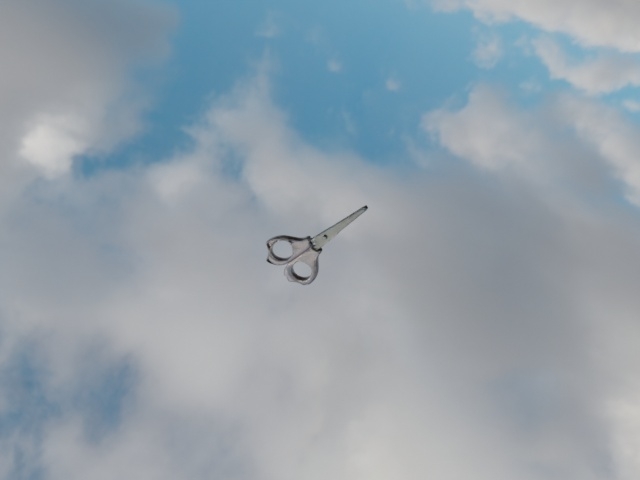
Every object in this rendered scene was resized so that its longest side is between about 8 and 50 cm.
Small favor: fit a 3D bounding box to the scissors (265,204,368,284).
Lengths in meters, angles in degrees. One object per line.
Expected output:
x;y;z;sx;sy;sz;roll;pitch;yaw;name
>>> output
0.000;0.000;0.852;0.100;0.189;0.015;45;-150;-18;scissors
